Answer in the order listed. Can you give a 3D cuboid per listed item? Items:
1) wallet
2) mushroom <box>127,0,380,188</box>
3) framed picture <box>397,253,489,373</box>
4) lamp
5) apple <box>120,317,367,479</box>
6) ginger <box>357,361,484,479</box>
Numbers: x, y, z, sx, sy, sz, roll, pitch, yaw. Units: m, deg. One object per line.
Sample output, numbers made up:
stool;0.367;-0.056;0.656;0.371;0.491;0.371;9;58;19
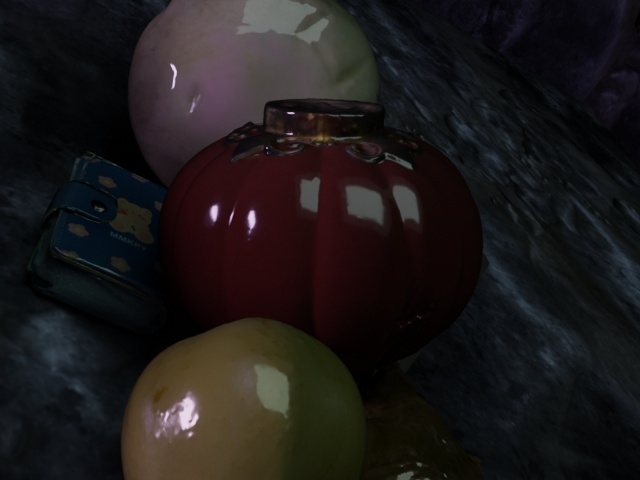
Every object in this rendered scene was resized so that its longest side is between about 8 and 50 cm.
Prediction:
wallet;-0.207;-0.003;0.910;0.141;0.059;0.202;25;28;-18
mushroom;-0.090;-0.198;1.116;0.315;0.315;0.356;-4;54;-53
framed picture;0.043;0.010;1.029;0.265;0.192;0.018;41;-11;-11
lamp;0.000;0.000;0.852;0.303;0.257;0.303;0;15;0
apple;-0.058;0.157;0.681;0.200;0.200;0.200;28;27;-16
ginger;0.066;0.208;0.827;0.218;0.123;0.270;21;19;-31
